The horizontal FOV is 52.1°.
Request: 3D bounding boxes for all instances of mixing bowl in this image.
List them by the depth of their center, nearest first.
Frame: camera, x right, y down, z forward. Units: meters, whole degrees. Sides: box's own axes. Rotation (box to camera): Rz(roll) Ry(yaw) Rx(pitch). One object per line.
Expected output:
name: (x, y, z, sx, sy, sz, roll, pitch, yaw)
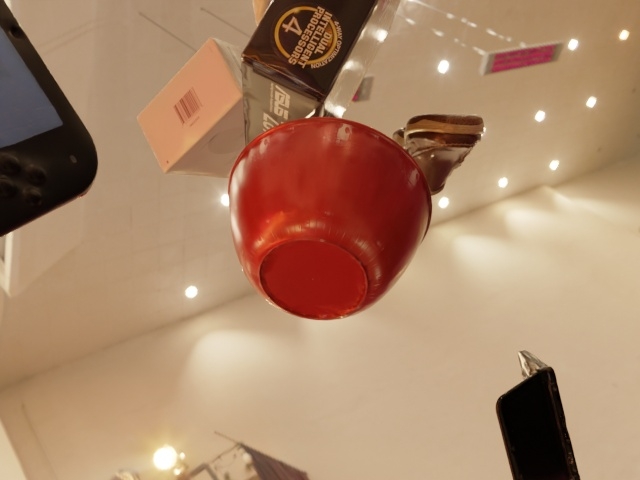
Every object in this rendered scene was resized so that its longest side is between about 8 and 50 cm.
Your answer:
mixing bowl: (0.000, 0.000, 0.543, 0.098, 0.181, 0.181, -77, -10, -50)

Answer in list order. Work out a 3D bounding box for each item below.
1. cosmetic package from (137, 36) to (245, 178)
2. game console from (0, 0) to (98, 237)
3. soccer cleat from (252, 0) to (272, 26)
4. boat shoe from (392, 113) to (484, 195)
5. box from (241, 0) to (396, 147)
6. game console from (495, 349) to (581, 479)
cosmetic package: (-0.176, -0.237, 1.238, 0.224, 0.138, 0.224, -37, -19, 27)
game console: (-0.418, -0.165, 0.622, 0.060, 0.386, 0.342, -25, 12, 29)
soccer cleat: (-0.106, -0.468, 1.177, 0.068, 0.076, 0.196, 10, -96, -77)
boat shoe: (0.150, -0.105, 0.848, 0.095, 0.257, 0.095, 1, -87, -1)
box: (0.015, -0.241, 0.785, 0.395, 0.097, 0.318, 117, 179, -78)
game console: (0.194, 0.180, 0.617, 0.071, 0.107, 0.122, -15, -83, -2)
